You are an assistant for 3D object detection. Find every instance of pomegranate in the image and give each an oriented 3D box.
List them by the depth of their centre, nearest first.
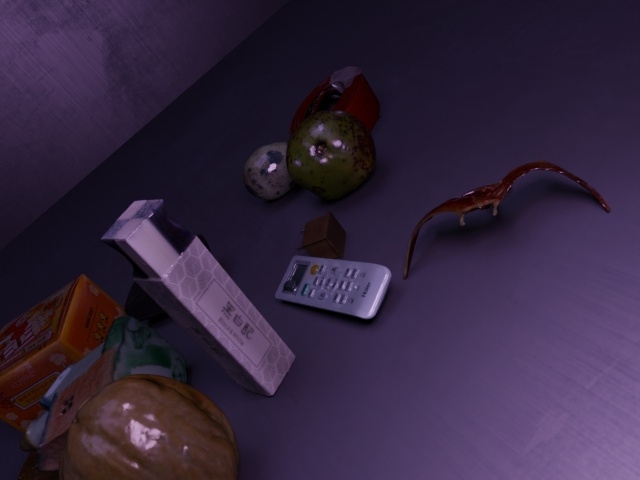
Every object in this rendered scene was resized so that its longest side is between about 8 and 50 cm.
[{"bbox_3d":[0.037,-0.205,1.383,0.214,0.215,0.248,-24,-3,22],"label":"pomegranate"}]

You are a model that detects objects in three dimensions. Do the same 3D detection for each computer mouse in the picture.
[{"bbox_3d":[-0.367,0.102,1.457,0.269,0.100,0.170,-31,27,22],"label":"computer mouse"}]

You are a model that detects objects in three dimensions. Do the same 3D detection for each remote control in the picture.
[{"bbox_3d":[0.020,0.090,1.122,0.293,0.051,0.103,6,65,51],"label":"remote control"}]

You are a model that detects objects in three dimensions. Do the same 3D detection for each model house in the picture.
[{"bbox_3d":[-0.446,0.350,1.137,0.324,0.194,0.267,-33,33,13],"label":"model house"}]

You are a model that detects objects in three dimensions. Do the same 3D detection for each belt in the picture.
[{"bbox_3d":[0.048,-0.354,1.608,0.227,0.115,0.324,-7,45,38],"label":"belt"}]

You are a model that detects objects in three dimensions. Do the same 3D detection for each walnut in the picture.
[{"bbox_3d":[-0.260,0.343,0.878,0.283,0.283,0.227,-47,15,-13],"label":"walnut"}]

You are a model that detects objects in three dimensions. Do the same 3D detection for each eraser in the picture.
[{"bbox_3d":[-0.191,0.108,0.978,0.096,0.404,0.098,1,47,42],"label":"eraser"}]

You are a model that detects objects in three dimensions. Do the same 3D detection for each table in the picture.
[{"bbox_3d":[0.000,0.000,1.239,0.082,0.070,0.083,-22,36,25],"label":"table"}]

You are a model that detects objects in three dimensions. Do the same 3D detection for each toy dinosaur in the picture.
[{"bbox_3d":[0.283,-0.035,0.991,0.327,0.113,0.206,-27,6,0],"label":"toy dinosaur"}]

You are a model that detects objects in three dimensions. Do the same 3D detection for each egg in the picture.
[{"bbox_3d":[-0.124,-0.191,1.544,0.181,0.141,0.141,-39,31,-4],"label":"egg"}]

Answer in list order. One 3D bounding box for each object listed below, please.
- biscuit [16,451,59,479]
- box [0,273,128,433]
[{"bbox_3d":[-0.540,0.458,1.236,0.261,0.037,0.262,-25,34,18],"label":"biscuit"},{"bbox_3d":[-0.645,0.278,1.413,0.283,0.214,0.260,-32,30,11],"label":"box"}]
